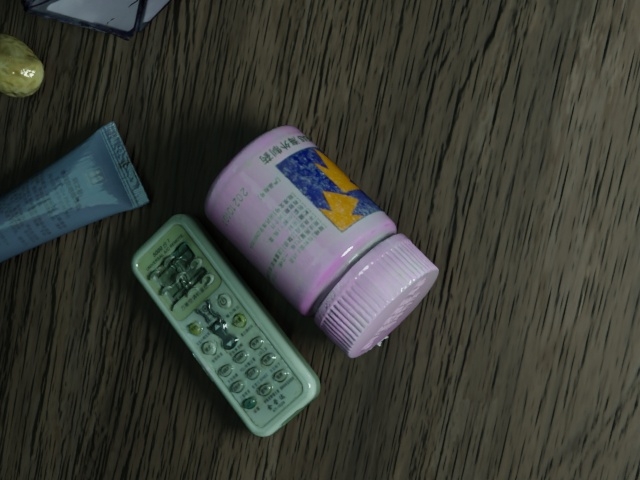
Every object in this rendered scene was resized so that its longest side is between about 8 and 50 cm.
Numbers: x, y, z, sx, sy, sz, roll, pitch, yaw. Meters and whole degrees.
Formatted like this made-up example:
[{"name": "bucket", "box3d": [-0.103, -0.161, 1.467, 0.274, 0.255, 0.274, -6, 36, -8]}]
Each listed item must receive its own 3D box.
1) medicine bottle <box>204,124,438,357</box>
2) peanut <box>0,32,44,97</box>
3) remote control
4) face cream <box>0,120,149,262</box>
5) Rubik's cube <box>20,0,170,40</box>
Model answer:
[{"name": "medicine bottle", "box3d": [0.000, 0.000, 1.664, 0.291, 0.178, 0.178, 44, 107, 16]}, {"name": "peanut", "box3d": [-0.528, -0.265, 1.923, 0.229, 0.098, 0.103, -6, 131, 24]}, {"name": "remote control", "box3d": [-0.136, 0.119, 1.787, 0.128, 0.065, 0.335, -43, 76, 21]}, {"name": "face cream", "box3d": [-0.447, -0.038, 1.906, 0.385, 0.086, 0.135, -26, 85, 16]}, {"name": "Rubik's cube", "box3d": [-0.320, -0.495, 1.711, 0.310, 0.305, 0.307, -43, 75, 19]}]
